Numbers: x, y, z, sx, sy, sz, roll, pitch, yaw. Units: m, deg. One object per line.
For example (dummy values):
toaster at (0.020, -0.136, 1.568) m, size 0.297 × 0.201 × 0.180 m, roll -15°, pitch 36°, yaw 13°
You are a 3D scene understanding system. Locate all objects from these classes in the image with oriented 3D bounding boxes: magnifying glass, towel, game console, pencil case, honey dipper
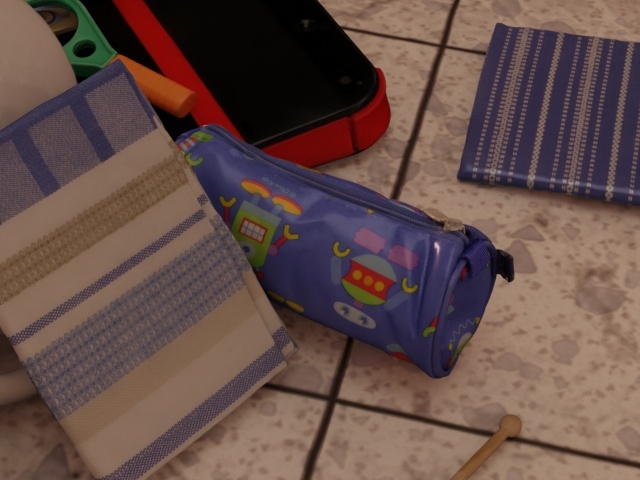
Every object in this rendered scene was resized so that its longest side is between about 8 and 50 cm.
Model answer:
magnifying glass at (-0.217, -0.176, 1.352) m, size 0.231 × 0.026 × 0.092 m, roll 29°, pitch 64°, yaw 20°
towel at (-0.153, 0.028, 1.077) m, size 0.209 × 0.285 × 0.034 m, roll -38°, pitch 15°, yaw -34°
game console at (-0.149, -0.178, 1.420) m, size 0.342 × 0.060 × 0.386 m, roll -22°, pitch 48°, yaw -16°
towel at (0.318, -0.112, 1.394) m, size 0.336 × 0.040 × 0.243 m, roll 9°, pitch 46°, yaw 9°
pencil case at (0.000, 0.000, 1.175) m, size 0.306 × 0.133 × 0.119 m, roll 23°, pitch 26°, yaw 20°
honey dipper at (0.106, 0.182, 1.074) m, size 0.030 × 0.030 × 0.161 m, roll 31°, pitch 46°, yaw 26°

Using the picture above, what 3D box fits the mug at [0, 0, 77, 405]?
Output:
mug at (-0.327, -0.032, 1.124) m, size 0.374 × 0.276 × 0.328 m, roll 47°, pitch 49°, yaw 1°

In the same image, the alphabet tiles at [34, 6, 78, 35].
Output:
alphabet tiles at (-0.382, -0.271, 1.480) m, size 0.343 × 0.011 × 0.285 m, roll -18°, pitch 47°, yaw -6°
